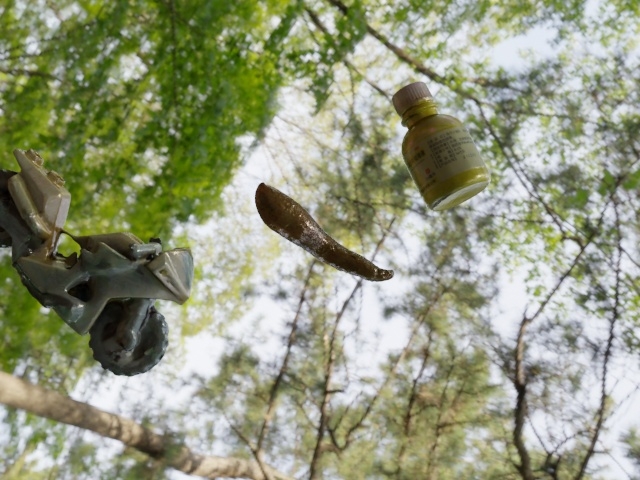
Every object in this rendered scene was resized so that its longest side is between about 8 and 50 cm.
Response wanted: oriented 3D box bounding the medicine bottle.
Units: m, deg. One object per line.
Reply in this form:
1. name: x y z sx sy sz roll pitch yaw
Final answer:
1. medicine bottle: 0.196 -0.168 1.341 0.122 0.122 0.213 -33 -106 32

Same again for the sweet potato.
1. sweet potato: 0.000 0.000 1.005 0.050 0.214 0.050 -52 -169 15

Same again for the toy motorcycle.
1. toy motorcycle: -0.205 0.009 0.698 0.130 0.229 0.094 -44 -179 3
